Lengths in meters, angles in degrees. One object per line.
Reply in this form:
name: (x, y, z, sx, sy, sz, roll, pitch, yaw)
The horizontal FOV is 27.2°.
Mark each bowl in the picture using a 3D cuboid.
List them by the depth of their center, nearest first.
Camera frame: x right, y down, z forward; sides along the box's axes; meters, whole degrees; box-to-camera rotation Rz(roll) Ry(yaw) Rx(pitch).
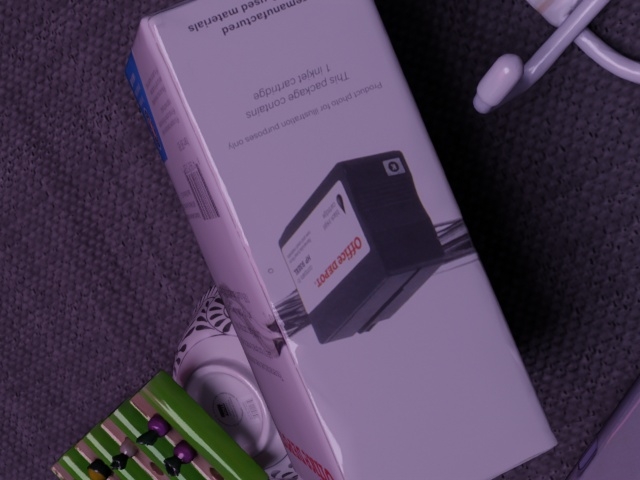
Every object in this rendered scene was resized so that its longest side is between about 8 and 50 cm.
bowl: (-0.050, 0.114, 0.973, 0.170, 0.080, 0.170, 10, 111, 27)

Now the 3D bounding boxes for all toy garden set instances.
toy garden set: (-0.106, 0.219, 1.003, 0.204, 0.049, 0.244, 46, 145, -2)

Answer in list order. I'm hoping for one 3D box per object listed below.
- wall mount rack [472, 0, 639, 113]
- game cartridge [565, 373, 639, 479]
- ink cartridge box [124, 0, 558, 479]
wall mount rack: (0.122, -0.250, 0.732, 0.350, 0.130, 0.304, 45, 121, 9)
game cartridge: (0.300, 0.132, 0.796, 0.230, 0.068, 0.355, 38, 120, 18)
ink cartridge box: (0.000, 0.000, 0.814, 0.129, 0.223, 0.307, -24, 94, -11)
